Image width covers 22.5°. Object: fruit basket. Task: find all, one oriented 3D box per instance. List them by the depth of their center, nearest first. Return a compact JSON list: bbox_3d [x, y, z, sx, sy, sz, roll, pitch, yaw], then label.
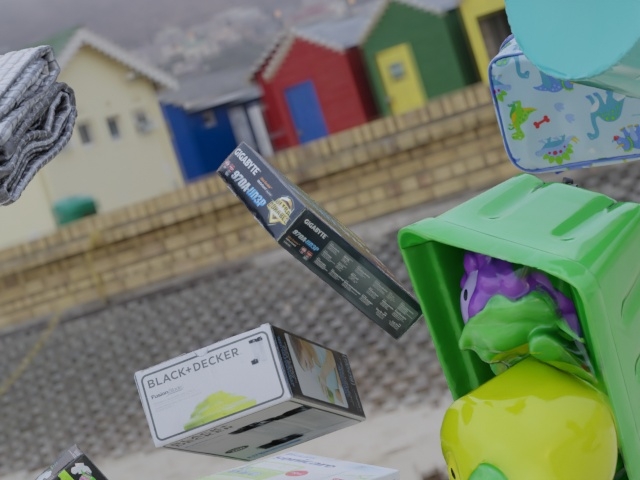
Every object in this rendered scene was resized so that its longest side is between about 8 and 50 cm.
[{"bbox_3d":[0.210,0.165,1.653,0.392,0.392,0.283,-19,27,-41],"label":"fruit basket"}]

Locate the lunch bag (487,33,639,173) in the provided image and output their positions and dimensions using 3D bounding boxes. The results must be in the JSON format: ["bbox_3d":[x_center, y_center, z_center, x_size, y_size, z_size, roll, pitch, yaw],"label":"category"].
[{"bbox_3d":[0.322,-0.175,1.966,0.219,0.176,0.090,-9,23,24],"label":"lunch bag"}]

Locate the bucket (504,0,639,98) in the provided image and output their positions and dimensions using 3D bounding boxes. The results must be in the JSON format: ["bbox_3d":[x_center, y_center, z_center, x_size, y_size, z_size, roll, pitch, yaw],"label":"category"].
[{"bbox_3d":[0.325,-0.268,1.588,0.183,0.281,0.281,4,-11,-34],"label":"bucket"}]

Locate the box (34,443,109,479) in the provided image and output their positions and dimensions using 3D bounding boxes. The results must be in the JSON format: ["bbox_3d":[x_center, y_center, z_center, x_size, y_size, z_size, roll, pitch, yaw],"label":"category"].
[{"bbox_3d":[-0.199,0.211,1.249,0.083,0.062,0.052,-42,11,-10],"label":"box"}]

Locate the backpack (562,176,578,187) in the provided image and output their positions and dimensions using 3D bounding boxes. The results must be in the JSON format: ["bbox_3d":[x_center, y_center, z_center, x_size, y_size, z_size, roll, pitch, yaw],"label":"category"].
[{"bbox_3d":[0.341,0.018,2.262,0.152,0.115,0.182,-41,31,16],"label":"backpack"}]

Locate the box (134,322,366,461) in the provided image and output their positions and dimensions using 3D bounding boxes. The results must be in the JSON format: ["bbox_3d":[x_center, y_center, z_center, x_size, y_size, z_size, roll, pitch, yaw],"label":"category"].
[{"bbox_3d":[-0.073,0.179,1.829,0.169,0.087,0.290,-20,-16,12],"label":"box"}]

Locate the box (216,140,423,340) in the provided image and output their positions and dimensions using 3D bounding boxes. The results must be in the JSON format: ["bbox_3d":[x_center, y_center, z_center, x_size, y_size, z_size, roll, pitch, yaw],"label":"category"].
[{"bbox_3d":[0.000,0.000,1.763,0.051,0.220,0.175,-47,37,4],"label":"box"}]

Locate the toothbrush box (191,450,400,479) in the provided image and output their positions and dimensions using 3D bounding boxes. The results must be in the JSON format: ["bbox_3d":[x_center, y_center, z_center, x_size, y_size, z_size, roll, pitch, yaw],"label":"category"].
[{"bbox_3d":[-0.066,0.357,1.992,0.283,0.122,0.206,-8,7,-42],"label":"toothbrush box"}]

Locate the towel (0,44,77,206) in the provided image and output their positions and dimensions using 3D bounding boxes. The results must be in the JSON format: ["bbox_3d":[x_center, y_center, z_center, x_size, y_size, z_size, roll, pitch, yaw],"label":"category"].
[{"bbox_3d":[-0.415,-0.097,1.784,0.235,0.121,0.284,-12,25,16],"label":"towel"}]
